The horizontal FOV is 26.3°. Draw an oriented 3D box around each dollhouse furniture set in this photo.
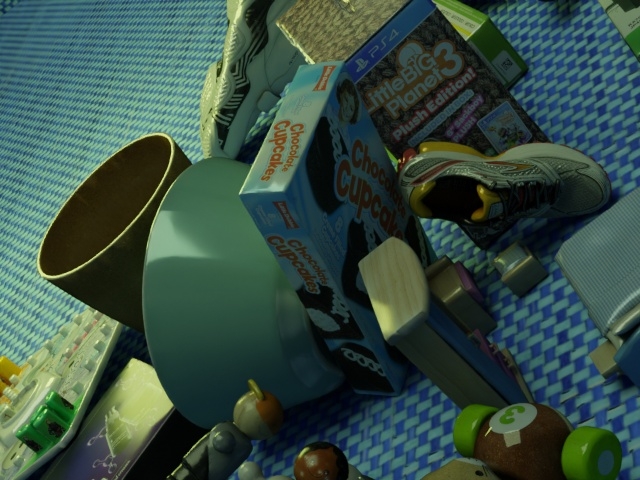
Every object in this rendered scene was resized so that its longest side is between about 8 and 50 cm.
[{"bbox_3d":[0.215,0.000,1.312,0.303,0.198,0.286,-39,29,12],"label":"dollhouse furniture set"}]

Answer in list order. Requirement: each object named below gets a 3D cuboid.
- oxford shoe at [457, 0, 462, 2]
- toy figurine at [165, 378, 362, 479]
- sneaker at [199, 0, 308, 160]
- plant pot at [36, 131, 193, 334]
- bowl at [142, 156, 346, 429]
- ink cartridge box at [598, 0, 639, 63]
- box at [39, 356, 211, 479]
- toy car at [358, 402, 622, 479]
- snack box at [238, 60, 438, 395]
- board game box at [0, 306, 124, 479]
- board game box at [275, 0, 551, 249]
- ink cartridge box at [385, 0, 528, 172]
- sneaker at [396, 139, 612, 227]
[{"bbox_3d":[0.178,-0.394,1.906,0.364,0.130,0.133,-49,14,27],"label":"oxford shoe"},{"bbox_3d":[-0.018,0.252,1.281,0.148,0.209,0.213,-43,28,-8],"label":"toy figurine"},{"bbox_3d":[-0.057,-0.262,2.110,0.137,0.210,0.366,-113,36,-61],"label":"sneaker"},{"bbox_3d":[-0.190,0.030,1.760,0.237,0.254,0.237,-33,31,23],"label":"plant pot"},{"bbox_3d":[-0.046,0.058,1.529,0.163,0.312,0.312,-2,47,29],"label":"bowl"},{"bbox_3d":[0.404,-0.263,1.523,0.153,0.087,0.208,-37,28,15],"label":"ink cartridge box"},{"bbox_3d":[-0.237,0.285,1.652,0.261,0.103,0.184,-54,26,-16],"label":"box"},{"bbox_3d":[0.127,0.205,1.134,0.155,0.188,0.149,5,86,50],"label":"toy car"},{"bbox_3d":[0.031,-0.007,1.438,0.060,0.322,0.187,-2,48,29],"label":"snack box"},{"bbox_3d":[-0.423,0.228,1.928,0.390,0.050,0.390,-39,20,30],"label":"board game box"},{"bbox_3d":[0.115,-0.169,1.573,0.141,0.291,0.232,-42,28,6],"label":"board game box"},{"bbox_3d":[0.121,-0.192,1.805,0.255,0.097,0.189,-44,28,1],"label":"ink cartridge box"},{"bbox_3d":[0.194,-0.047,1.441,0.225,0.088,0.093,0,33,1],"label":"sneaker"}]
